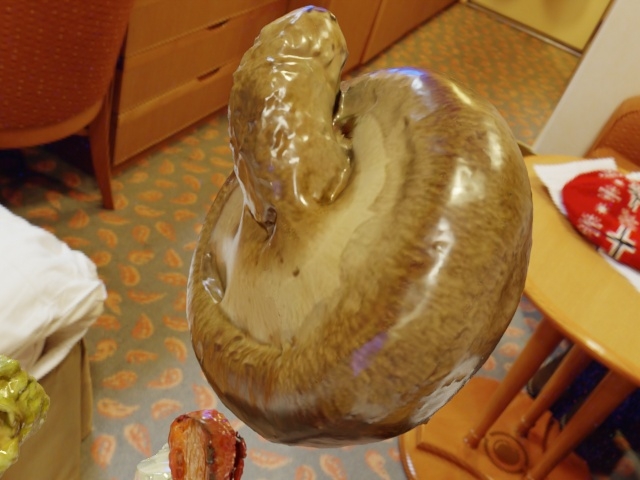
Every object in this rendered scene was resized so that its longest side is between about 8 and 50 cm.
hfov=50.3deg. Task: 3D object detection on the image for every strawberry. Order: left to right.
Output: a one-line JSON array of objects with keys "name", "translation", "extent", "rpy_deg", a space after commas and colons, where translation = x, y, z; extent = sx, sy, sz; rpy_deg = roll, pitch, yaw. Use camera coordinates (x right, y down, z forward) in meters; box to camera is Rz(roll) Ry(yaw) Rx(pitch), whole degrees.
[{"name": "strawberry", "translation": [-0.168, 0.335, 0.990], "extent": [0.082, 0.188, 0.121], "rpy_deg": [1, 11, -46]}]

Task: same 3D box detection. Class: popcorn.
[{"name": "popcorn", "translation": [-0.757, 0.345, 1.420], "extent": [0.292, 0.293, 0.334], "rpy_deg": [-43, 106, -22]}]

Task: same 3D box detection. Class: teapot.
[{"name": "teapot", "translation": [-0.344, 0.577, 1.575], "extent": [0.163, 0.178, 0.221], "rpy_deg": [3, 4, 24]}]

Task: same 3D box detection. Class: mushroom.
[{"name": "mushroom", "translation": [0.020, 0.009, 0.570], "extent": [0.239, 0.345, 0.345], "rpy_deg": [11, 39, -12]}]
